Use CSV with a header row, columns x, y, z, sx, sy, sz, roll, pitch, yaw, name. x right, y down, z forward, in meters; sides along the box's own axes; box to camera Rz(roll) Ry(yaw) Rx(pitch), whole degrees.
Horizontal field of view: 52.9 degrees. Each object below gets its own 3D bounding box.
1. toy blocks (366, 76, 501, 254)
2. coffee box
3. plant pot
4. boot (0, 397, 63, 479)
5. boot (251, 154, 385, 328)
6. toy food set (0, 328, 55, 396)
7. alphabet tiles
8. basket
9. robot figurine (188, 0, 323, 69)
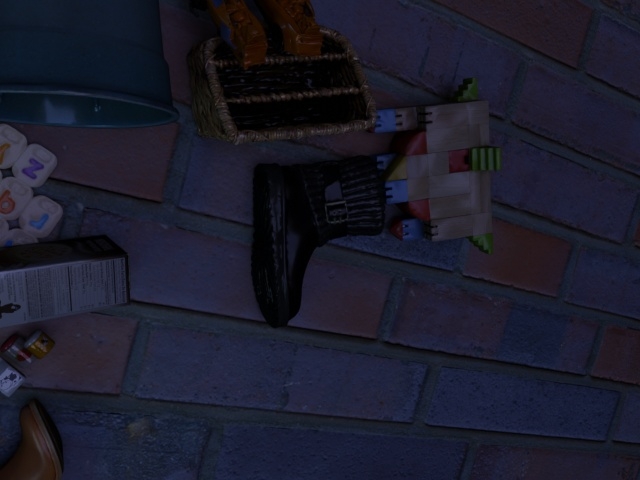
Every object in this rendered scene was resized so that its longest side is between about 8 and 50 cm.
x,y,z,sx,sy,sz,roll,pitch,yaw,name
0.227,-0.145,1.391,0.260,0.191,0.381,-9,103,-12,toy blocks
-0.461,0.065,1.077,0.246,0.141,0.098,-9,110,-33,coffee box
-0.382,-0.355,0.960,0.341,0.341,0.334,0,93,-26,plant pot
-0.570,0.436,1.152,0.220,0.109,0.283,-12,113,-19,boot
0.002,0.000,1.315,0.260,0.131,0.348,-3,101,-25,boot
-0.575,0.226,1.088,0.104,0.111,0.232,48,69,-20,toy food set
-0.590,-0.074,1.072,0.284,0.021,0.278,36,83,-27,alphabet tiles
-0.070,-0.296,1.170,0.299,0.223,0.213,-9,104,-23,basket
-0.117,-0.419,1.108,0.211,0.291,0.085,-16,151,-23,robot figurine
